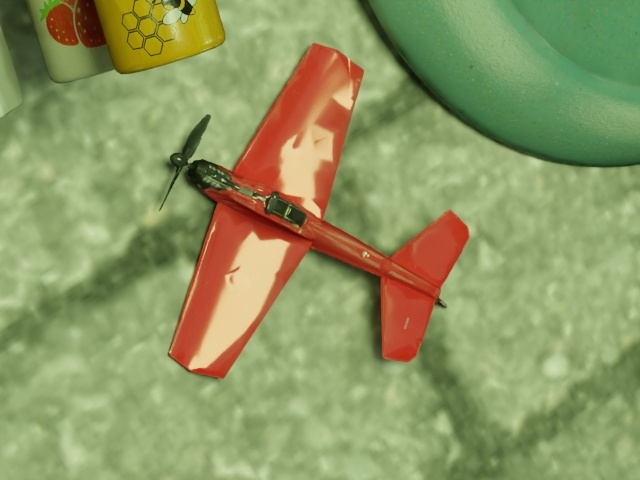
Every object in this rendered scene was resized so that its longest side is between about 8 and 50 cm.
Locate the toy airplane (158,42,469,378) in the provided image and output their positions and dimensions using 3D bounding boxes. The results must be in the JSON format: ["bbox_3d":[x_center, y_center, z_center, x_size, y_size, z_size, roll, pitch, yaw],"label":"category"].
[{"bbox_3d":[0.000,0.000,0.804,0.151,0.028,0.151,-2,94,-26],"label":"toy airplane"}]

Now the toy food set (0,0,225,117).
[{"bbox_3d":[-0.155,-0.088,0.664,0.232,0.111,0.104,-16,100,6],"label":"toy food set"}]

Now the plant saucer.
[{"bbox_3d":[0.151,-0.186,0.841,0.317,0.043,0.318,-6,103,-28],"label":"plant saucer"}]
